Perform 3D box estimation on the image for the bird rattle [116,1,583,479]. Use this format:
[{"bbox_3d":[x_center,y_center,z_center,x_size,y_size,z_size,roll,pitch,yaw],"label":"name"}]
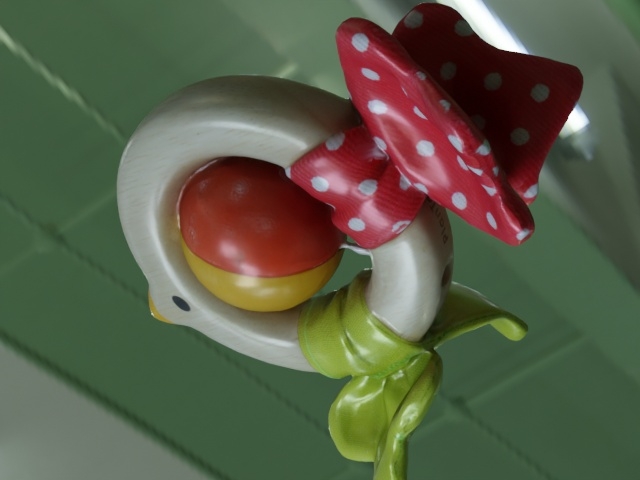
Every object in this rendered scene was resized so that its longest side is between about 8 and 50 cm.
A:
[{"bbox_3d":[0.000,0.000,0.700,0.253,0.206,0.143,84,-157,-51],"label":"bird rattle"}]
